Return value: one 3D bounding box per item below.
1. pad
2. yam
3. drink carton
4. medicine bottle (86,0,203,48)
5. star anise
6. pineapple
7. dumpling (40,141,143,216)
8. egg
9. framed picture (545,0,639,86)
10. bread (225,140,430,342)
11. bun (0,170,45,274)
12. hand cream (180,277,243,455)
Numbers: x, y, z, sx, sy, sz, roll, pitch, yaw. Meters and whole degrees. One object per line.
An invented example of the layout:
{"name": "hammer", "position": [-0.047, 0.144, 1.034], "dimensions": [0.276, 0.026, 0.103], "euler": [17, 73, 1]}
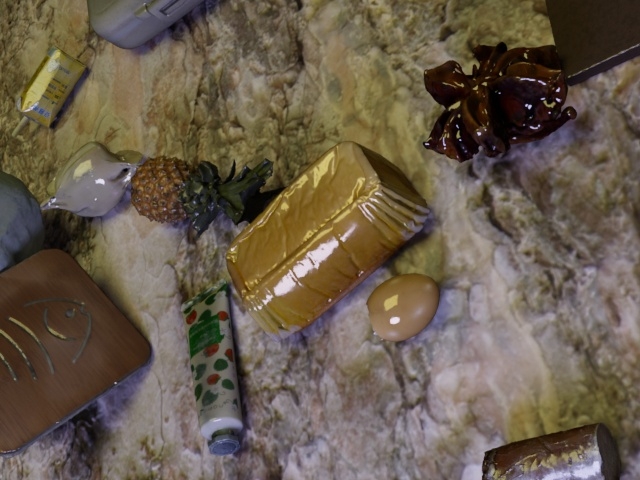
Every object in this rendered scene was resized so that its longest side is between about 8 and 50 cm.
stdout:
{"name": "pad", "position": [-0.449, 0.161, 1.593], "dimensions": [0.284, 0.018, 0.286], "euler": [-34, 64, -26]}
{"name": "yam", "position": [0.244, 0.245, 1.093], "dimensions": [0.141, 0.079, 0.079], "euler": [-22, 56, 29]}
{"name": "drink carton", "position": [-0.549, -0.283, 2.022], "dimensions": [0.200, 0.084, 0.074], "euler": [-58, 35, 2]}
{"name": "medicine bottle", "position": [-0.277, -0.532, 1.891], "dimensions": [0.375, 0.123, 0.282], "euler": [-30, 51, 24]}
{"name": "star anise", "position": [0.216, -0.166, 1.288], "dimensions": [0.190, 0.126, 0.220], "euler": [-13, 35, 12]}
{"name": "pineapple", "position": [-0.171, -0.074, 1.584], "dimensions": [0.277, 0.119, 0.130], "euler": [10, 31, 41]}
{"name": "dumpling", "position": [-0.402, -0.111, 1.796], "dimensions": [0.199, 0.118, 0.136], "euler": [-24, 34, -4]}
{"name": "egg", "position": [0.106, 0.082, 1.289], "dimensions": [0.096, 0.080, 0.080], "euler": [-27, 53, 17]}
{"name": "framed picture", "position": [0.357, -0.293, 1.308], "dimensions": [0.128, 0.023, 0.168], "euler": [-24, 55, 30]}
{"name": "bread", "position": [0.000, 0.000, 1.392], "dimensions": [0.288, 0.119, 0.152], "euler": [-42, 45, 14]}
{"name": "bun", "position": [-0.612, 0.049, 1.812], "dimensions": [0.354, 0.194, 0.354], "euler": [-50, 24, 32]}
{"name": "hand cream", "position": [-0.155, 0.180, 1.477], "dimensions": [0.095, 0.059, 0.276], "euler": [-33, 47, 21]}
